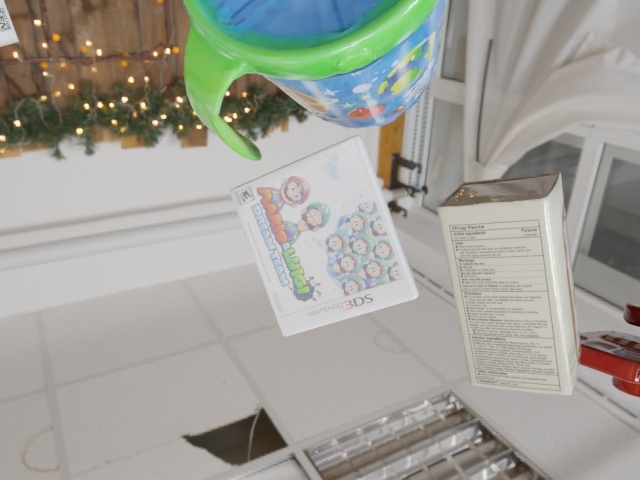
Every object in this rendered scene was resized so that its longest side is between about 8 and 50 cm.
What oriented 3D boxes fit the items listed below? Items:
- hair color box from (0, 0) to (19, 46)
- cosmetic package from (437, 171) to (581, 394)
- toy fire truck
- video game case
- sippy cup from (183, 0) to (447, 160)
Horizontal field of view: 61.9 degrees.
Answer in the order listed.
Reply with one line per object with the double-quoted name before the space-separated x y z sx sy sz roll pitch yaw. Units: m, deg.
"hair color box" -0.454 -0.262 0.644 0.141 0.072 0.043 -28 -118 -27
"cosmetic package" 0.286 0.063 0.790 0.153 0.296 0.129 -1 -159 33
"toy fire truck" 0.590 0.217 0.922 0.254 0.169 0.302 2 -172 -31
"video game case" 0.000 0.000 0.508 0.143 0.157 0.019 -20 -179 22
"sippy cup" 0.022 -0.222 0.510 0.306 0.240 0.224 -14 166 14
